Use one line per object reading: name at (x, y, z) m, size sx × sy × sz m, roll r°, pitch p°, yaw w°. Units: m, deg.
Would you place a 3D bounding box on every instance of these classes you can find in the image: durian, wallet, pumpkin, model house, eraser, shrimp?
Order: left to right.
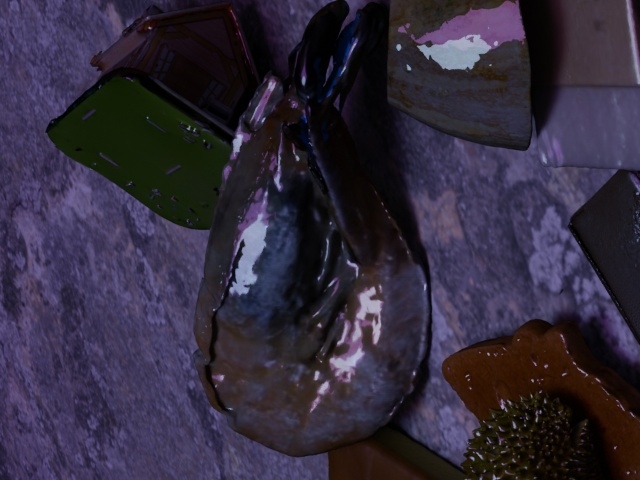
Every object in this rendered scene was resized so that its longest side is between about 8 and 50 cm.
model house at (-0.130, -0.138, 1.997) m, size 0.207 × 0.154 × 0.294 m, roll 32°, pitch 160°, yaw -15°
shrimp at (0.000, 0.000, 1.825) m, size 0.221 × 0.110 × 0.446 m, roll 9°, pitch 112°, yaw 8°
pumpkin at (0.098, -0.169, 1.582) m, size 0.217 × 0.110 × 0.217 m, roll -10°, pitch -90°, yaw -88°
durian at (0.178, 0.235, 1.654) m, size 0.146 × 0.102 × 0.208 m, roll -17°, pitch 100°, yaw 54°
eraser at (0.206, -0.224, 1.487) m, size 0.144 × 0.078 × 0.343 m, roll 5°, pitch 108°, yaw 56°
wallet at (0.271, 0.042, 1.546) m, size 0.198 × 0.031 × 0.110 m, roll 62°, pitch 144°, yaw 17°

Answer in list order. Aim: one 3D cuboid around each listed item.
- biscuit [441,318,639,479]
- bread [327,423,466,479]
biscuit at (0.202, 0.146, 1.679) m, size 0.280 × 0.043 × 0.183 m, roll 21°, pitch 125°, yaw 54°
bread at (0.090, 0.240, 1.880) m, size 0.226 × 0.049 × 0.088 m, roll 30°, pitch 127°, yaw 46°
